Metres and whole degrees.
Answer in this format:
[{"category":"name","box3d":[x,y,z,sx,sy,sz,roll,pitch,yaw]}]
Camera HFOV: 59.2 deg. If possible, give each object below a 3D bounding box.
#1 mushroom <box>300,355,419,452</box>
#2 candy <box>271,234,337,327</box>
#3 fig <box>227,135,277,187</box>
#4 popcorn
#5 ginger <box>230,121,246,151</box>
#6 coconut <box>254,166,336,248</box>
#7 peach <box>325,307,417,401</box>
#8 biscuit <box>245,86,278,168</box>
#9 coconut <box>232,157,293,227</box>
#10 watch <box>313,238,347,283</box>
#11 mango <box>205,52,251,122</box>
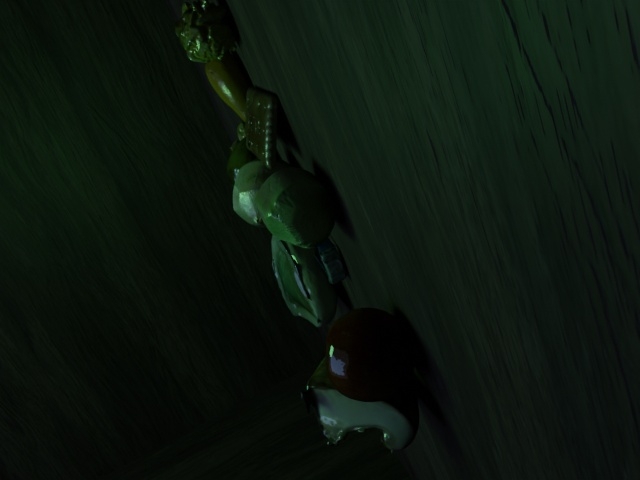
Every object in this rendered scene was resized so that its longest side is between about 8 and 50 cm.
[{"category":"mushroom","box3d":[0.168,0.424,1.718,0.397,0.314,0.224,-47,-51,-58]},{"category":"candy","box3d":[-0.065,0.125,2.240,0.426,0.186,0.386,67,163,-10]},{"category":"fig","box3d":[-0.255,-0.279,2.117,0.207,0.207,0.230,-137,31,-68]},{"category":"popcorn","box3d":[-0.350,-0.641,1.710,0.185,0.167,0.187,-160,47,-77]},{"category":"ginger","box3d":[-0.275,-0.329,2.460,0.363,0.122,0.348,59,175,-9]},{"category":"coconut","box3d":[-0.070,-0.092,1.561,0.236,0.236,0.204,-131,51,-60]},{"category":"peach","box3d":[0.130,0.299,1.464,0.252,0.253,0.252,61,171,16]},{"category":"biscuit","box3d":[-0.190,-0.358,1.754,0.325,0.044,0.217,-132,41,-62]},{"category":"coconut","box3d":[-0.170,-0.144,1.839,0.227,0.227,0.230,80,-163,-62]},{"category":"watch","box3d":[-0.002,-0.007,1.919,0.274,0.068,0.276,-122,8,-61]},{"category":"mango","box3d":[-0.295,-0.523,1.940,0.316,0.119,0.176,55,170,-7]}]
